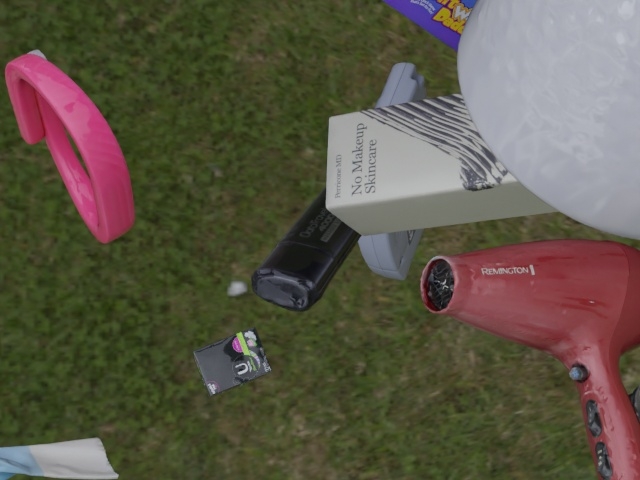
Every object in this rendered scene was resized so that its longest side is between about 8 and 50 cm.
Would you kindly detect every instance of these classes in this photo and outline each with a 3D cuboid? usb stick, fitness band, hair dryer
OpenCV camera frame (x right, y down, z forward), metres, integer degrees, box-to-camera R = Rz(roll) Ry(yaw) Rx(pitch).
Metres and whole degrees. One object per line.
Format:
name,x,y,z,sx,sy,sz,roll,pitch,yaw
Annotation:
usb stick,0.000,0.000,1.306,0.077,0.278,0.045,14,117,12
fitness band,-0.302,-0.113,1.430,0.054,0.291,0.209,-35,70,-19
hair dryer,0.191,0.092,0.746,0.293,0.224,0.080,37,130,-5

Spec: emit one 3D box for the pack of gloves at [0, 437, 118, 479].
pack of gloves,-0.328,0.281,1.332,0.195,0.232,0.046,43,125,48

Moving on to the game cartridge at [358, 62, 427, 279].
game cartridge,0.102,-0.077,1.592,0.060,0.294,0.196,10,61,16

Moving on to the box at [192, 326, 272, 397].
box,-0.111,0.153,1.452,0.083,0.052,0.062,-21,82,-10

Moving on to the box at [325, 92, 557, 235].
box,0.146,-0.083,1.173,0.275,0.094,0.113,-9,69,26

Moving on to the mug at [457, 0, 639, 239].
mug,0.317,-0.214,0.826,0.276,0.374,0.328,58,151,21

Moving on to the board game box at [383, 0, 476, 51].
board game box,0.106,-0.390,1.346,0.078,0.233,0.347,-37,43,32
